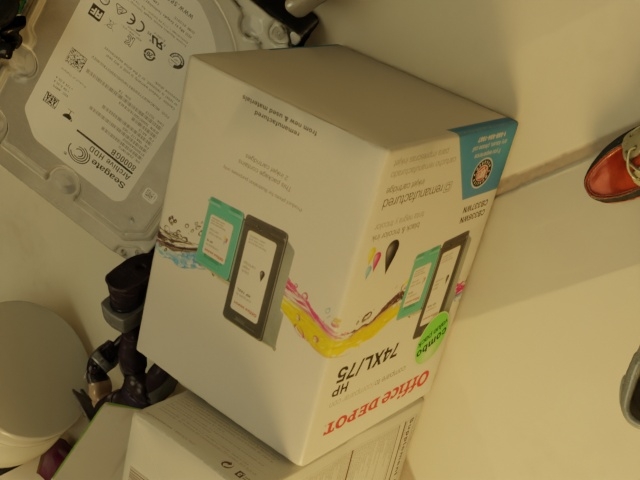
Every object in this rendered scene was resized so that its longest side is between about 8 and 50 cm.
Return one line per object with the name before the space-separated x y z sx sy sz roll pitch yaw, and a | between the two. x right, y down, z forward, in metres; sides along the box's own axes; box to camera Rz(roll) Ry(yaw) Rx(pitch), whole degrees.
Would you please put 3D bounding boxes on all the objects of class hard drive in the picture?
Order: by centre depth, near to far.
hard drive | -0.187 -0.154 0.981 0.237 0.064 0.339 39 126 -4

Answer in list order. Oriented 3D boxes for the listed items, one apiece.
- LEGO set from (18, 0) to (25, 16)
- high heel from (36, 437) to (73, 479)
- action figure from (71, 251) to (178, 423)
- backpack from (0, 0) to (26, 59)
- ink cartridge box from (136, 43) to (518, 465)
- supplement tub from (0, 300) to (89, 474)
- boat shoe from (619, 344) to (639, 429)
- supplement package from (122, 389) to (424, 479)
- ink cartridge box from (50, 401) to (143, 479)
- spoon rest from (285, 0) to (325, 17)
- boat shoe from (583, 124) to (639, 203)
LEGO set | -0.346 -0.343 1.038 0.331 0.192 0.255 14 109 36
high heel | -0.319 0.378 1.260 0.117 0.082 0.244 25 102 43
action figure | -0.188 0.151 1.094 0.185 0.099 0.285 36 128 19
backpack | -0.344 -0.228 0.943 0.182 0.115 0.152 -25 56 56
ink cartridge box | 0.000 0.000 0.836 0.197 0.198 0.270 29 118 30
supplement tub | -0.424 0.198 1.230 0.272 0.191 0.191 -30 81 39
boat shoe | 0.310 0.006 0.647 0.118 0.103 0.320 47 125 20
supplement package | -0.040 0.199 0.884 0.134 0.244 0.139 27 115 31
ink cartridge box | -0.181 0.368 1.019 0.119 0.207 0.353 7 126 17
spoon rest | -0.061 -0.309 0.885 0.137 0.084 0.276 -30 75 7
boat shoe | 0.244 -0.064 0.724 0.137 0.043 0.049 -30 83 41
